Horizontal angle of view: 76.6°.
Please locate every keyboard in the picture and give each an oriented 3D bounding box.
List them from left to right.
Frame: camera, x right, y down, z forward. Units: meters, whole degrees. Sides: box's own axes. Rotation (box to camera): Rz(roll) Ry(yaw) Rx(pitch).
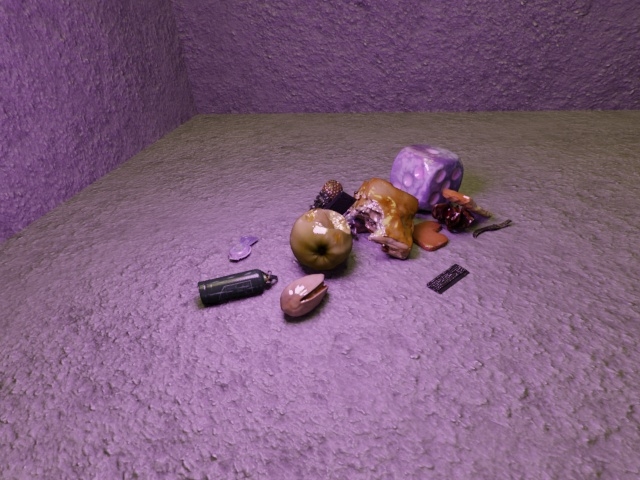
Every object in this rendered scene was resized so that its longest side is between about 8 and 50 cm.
[{"bbox_3d":[0.032,-0.096,1.811,0.100,0.310,0.018,24,34,-33],"label":"keyboard"},{"bbox_3d":[0.510,0.149,1.619,0.196,0.015,0.074,-27,40,-29],"label":"keyboard"}]

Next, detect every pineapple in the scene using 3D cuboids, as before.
[{"bbox_3d":[0.022,-0.226,2.185,0.125,0.125,0.251,15,49,28],"label":"pineapple"}]

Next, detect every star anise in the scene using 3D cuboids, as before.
[{"bbox_3d":[0.129,-0.082,1.937,0.257,0.111,0.198,-25,38,-16],"label":"star anise"},{"bbox_3d":[0.608,-0.111,1.899,0.220,0.126,0.190,6,27,-27],"label":"star anise"}]

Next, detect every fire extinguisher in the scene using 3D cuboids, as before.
[{"bbox_3d":[-0.324,0.177,1.626,0.310,0.114,0.096,-13,73,-9],"label":"fire extinguisher"}]

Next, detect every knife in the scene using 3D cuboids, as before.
[{"bbox_3d":[0.794,-0.058,1.887,0.222,0.021,0.045,-20,35,-15],"label":"knife"}]

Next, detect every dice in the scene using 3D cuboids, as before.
[{"bbox_3d":[0.535,-0.324,2.062,0.269,0.272,0.270,-12,34,-33],"label":"dice"}]

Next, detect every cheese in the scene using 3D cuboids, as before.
[{"bbox_3d":[-0.365,0.034,1.888,0.105,0.042,0.191,5,33,13],"label":"cheese"}]

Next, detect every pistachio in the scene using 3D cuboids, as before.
[{"bbox_3d":[-0.060,0.200,1.525,0.223,0.126,0.152,-31,6,-34],"label":"pistachio"}]

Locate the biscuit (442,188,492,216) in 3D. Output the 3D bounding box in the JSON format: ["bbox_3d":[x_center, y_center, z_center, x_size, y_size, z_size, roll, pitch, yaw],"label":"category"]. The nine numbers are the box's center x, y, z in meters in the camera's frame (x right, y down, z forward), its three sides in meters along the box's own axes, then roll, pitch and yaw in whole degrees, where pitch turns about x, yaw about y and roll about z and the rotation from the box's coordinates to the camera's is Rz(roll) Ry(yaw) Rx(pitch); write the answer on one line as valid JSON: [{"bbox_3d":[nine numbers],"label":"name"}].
[{"bbox_3d":[0.682,-0.182,1.929,0.204,0.040,0.308,34,12,40],"label":"biscuit"}]

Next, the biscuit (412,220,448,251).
[{"bbox_3d":[0.509,-0.029,1.872,0.186,0.036,0.192,-19,37,-22],"label":"biscuit"}]

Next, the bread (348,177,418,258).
[{"bbox_3d":[0.288,-0.122,1.816,0.313,0.192,0.370,23,43,-3],"label":"bread"}]

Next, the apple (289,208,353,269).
[{"bbox_3d":[0.000,0.000,1.697,0.278,0.279,0.279,-4,33,2],"label":"apple"}]
